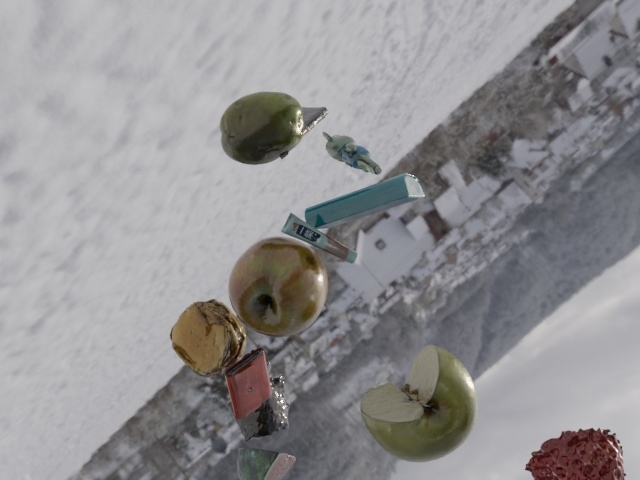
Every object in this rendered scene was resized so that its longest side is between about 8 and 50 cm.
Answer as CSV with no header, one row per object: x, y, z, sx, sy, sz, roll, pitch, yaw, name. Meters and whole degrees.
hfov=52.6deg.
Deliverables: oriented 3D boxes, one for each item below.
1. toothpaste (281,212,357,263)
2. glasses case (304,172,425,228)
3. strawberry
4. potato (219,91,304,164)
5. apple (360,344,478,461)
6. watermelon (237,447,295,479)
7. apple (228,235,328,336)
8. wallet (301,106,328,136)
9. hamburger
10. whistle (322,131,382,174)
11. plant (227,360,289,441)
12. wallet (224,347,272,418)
0.000,0.000,1.673,0.056,0.205,0.036,-63,-169,-6,toothpaste
0.110,-0.099,1.690,0.301,0.070,0.117,-19,173,29,glasses case
0.593,0.554,1.462,0.234,0.234,0.178,-45,-156,24,strawberry
-0.159,-0.294,1.720,0.148,0.229,0.197,-75,163,-44,potato
0.269,0.438,1.684,0.295,0.233,0.258,-41,-178,-10,apple
-0.169,0.779,2.160,0.202,0.207,0.136,-4,-173,-14,watermelon
-0.105,0.113,1.714,0.264,0.264,0.264,-39,171,-8,apple
-0.102,-0.363,2.072,0.317,0.169,0.044,-55,141,-54,wallet
-0.344,0.303,2.025,0.244,0.244,0.163,-44,164,22,hamburger
0.092,-0.240,1.804,0.077,0.236,0.114,-46,133,-7,whistle
-0.229,0.573,2.340,0.189,0.275,0.199,-20,170,35,plant
-0.212,0.431,1.943,0.142,0.045,0.204,-32,136,-30,wallet
